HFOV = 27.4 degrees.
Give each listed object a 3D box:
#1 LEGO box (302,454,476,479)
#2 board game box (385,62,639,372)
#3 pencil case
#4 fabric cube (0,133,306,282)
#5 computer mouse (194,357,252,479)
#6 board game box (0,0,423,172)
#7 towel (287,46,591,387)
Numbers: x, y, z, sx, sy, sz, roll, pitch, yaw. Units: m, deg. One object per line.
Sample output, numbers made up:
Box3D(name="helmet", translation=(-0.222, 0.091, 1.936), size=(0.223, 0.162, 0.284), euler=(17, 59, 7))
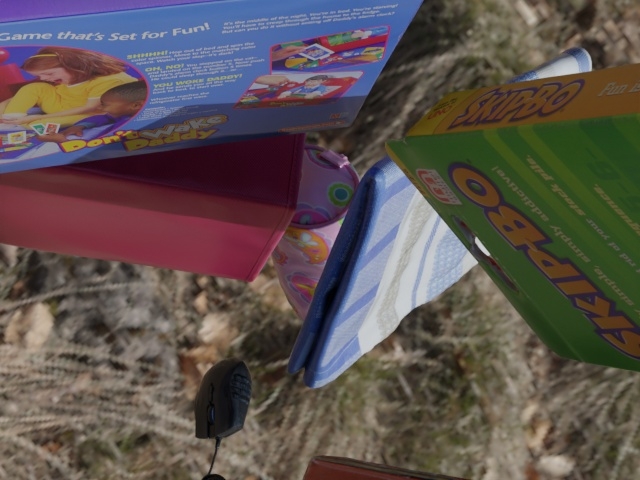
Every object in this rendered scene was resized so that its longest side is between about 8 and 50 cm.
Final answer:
Box3D(name="LEGO box", translation=(0.093, 0.377, 0.512), size=(0.372, 0.193, 0.500), euler=(-66, 148, -31))
Box3D(name="board game box", translation=(0.123, -0.001, 0.420), size=(0.039, 0.259, 0.124), euler=(-47, 110, -20))
Box3D(name="pencil case", translation=(0.000, 0.000, 1.558), size=(0.124, 0.284, 0.124), euler=(-3, 62, 5))
Box3D(name="fabric cube", translation=(-0.151, -0.129, 1.153), size=(0.258, 0.254, 0.259), euler=(9, 73, -8))
Box3D(name="computer mouse", translation=(-0.123, 0.222, 1.433), size=(0.041, 0.071, 0.242), euler=(54, 31, -37))
Box3D(name="board game box", translation=(-0.129, -0.123, 0.793), size=(0.347, 0.233, 0.078), euler=(-8, 76, -14))
Box3D(name="towel", translation=(0.095, -0.021, 0.970), size=(0.034, 0.209, 0.285), euler=(38, 42, 20))
